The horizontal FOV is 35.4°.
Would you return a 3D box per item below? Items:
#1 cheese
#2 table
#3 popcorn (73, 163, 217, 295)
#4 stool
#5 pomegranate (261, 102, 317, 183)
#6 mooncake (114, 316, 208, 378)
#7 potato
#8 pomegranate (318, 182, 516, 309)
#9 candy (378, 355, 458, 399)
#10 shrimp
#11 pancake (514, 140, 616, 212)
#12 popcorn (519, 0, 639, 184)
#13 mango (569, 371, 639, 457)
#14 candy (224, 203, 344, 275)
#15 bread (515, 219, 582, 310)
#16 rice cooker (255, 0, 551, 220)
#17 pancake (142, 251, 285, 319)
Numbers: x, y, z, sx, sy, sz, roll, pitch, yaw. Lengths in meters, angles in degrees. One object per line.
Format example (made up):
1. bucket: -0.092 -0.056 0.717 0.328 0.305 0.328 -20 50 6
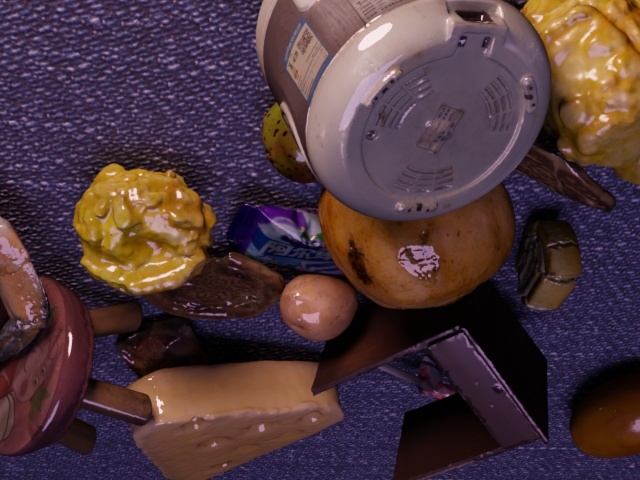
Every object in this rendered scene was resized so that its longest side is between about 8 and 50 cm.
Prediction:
1. cheese: -0.136 0.299 1.736 0.384 0.104 0.384 -12 154 -6
2. table: 0.178 0.218 1.589 0.282 0.196 0.250 -27 115 26
3. popcorn: -0.239 -0.017 1.372 0.198 0.155 0.197 -1 119 -2
4. stool: -0.393 0.202 1.541 0.272 0.272 0.179 -35 144 31
5. pomegranate: -0.007 -0.139 1.284 0.142 0.114 0.114 -33 138 -6
6. mooncake: -0.259 0.185 1.660 0.130 0.073 0.125 -17 137 10
7. potato: -0.001 0.098 1.534 0.112 0.112 0.147 -41 164 35
8. pomegranate: 0.127 -0.027 1.305 0.261 0.260 0.260 -2 140 -2
9. candy: 0.190 0.259 1.776 0.366 0.124 0.124 25 132 -15
10. shrimp: -0.538 0.099 1.468 0.272 0.085 0.445 33 128 -3
11. pancake: 0.267 -0.099 1.279 0.250 0.250 0.031 25 94 -30
12. popcorn: 0.337 -0.187 1.160 0.192 0.233 0.266 -37 105 14
13. mango: 0.563 0.328 1.848 0.176 0.139 0.254 29 136 -29
14. candy: 0.000 0.000 1.471 0.275 0.070 0.145 7 147 -15
15. bread: 0.335 0.040 1.504 0.064 0.117 0.156 1 139 -9
16. rice cooker: 0.079 -0.191 1.091 0.289 0.277 0.288 -13 134 -14
17. pancake: -0.169 0.072 1.554 0.235 0.029 0.212 -7 148 14
